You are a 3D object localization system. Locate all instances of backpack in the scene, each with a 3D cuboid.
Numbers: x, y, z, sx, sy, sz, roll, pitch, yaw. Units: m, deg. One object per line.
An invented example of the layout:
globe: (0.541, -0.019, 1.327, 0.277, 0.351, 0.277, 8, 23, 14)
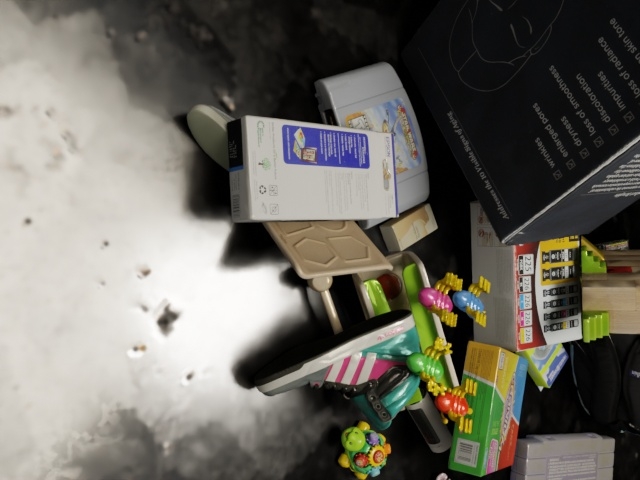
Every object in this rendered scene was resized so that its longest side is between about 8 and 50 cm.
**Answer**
backpack: (0.757, 0.311, 1.542, 0.273, 0.290, 0.355, -31, 118, -50)

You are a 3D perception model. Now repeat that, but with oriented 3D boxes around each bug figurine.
bug figurine: (0.224, 0.181, 1.109, 0.216, 0.072, 0.278, 37, 60, -43)

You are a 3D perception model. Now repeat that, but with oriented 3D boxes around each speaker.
speaker: (0.223, 0.371, 1.309, 0.055, 0.055, 0.136, -40, 111, -28)

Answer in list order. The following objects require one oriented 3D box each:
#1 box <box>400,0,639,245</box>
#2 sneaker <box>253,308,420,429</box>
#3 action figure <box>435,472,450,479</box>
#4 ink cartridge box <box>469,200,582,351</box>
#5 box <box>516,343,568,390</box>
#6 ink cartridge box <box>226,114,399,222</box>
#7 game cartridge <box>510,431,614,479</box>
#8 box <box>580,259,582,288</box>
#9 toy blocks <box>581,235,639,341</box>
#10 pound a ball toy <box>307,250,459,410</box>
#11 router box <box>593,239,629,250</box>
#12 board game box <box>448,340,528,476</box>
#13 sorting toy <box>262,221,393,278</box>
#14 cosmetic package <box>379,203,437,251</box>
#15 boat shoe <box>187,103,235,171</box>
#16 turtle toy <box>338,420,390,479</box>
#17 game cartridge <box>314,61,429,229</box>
box: (0.459, -0.318, 1.138, 0.298, 0.472, 0.479, -5, 63, -36)
sneaker: (0.049, 0.252, 1.102, 0.296, 0.124, 0.178, -21, 96, -3)
action figure: (0.272, 0.673, 1.288, 0.370, 0.248, 0.275, 35, 97, -29)
ink cartridge box: (0.470, 0.062, 1.379, 0.272, 0.130, 0.309, -4, 93, -30)
box: (0.531, 0.268, 1.528, 0.109, 0.042, 0.178, -45, 112, -26)
ink cartridge box: (-0.003, -0.114, 1.087, 0.333, 0.065, 0.165, -1, 87, -40)
game cartridge: (0.592, 0.590, 1.553, 0.355, 0.068, 0.230, 10, 79, -33)
box: (0.797, 0.164, 1.606, 0.060, 0.216, 0.270, -43, 111, -28)
toy blocks: (0.689, 0.099, 1.331, 0.381, 0.261, 0.190, -33, 119, -64)
pound a ball toy: (0.115, 0.160, 1.216, 0.208, 0.136, 0.319, -20, 105, -2)
router box: (0.782, 0.049, 1.705, 0.123, 0.038, 0.092, -7, 93, -34)
board game box: (0.355, 0.346, 1.311, 0.316, 0.064, 0.242, 27, 72, -60)
sorting toy: (0.000, 0.000, 1.111, 0.208, 0.193, 0.038, -1, 128, -36)
cosmetic package: (0.181, -0.027, 1.298, 0.115, 0.041, 0.060, -31, 106, -31)
boat shoe: (-0.127, -0.159, 1.081, 0.227, 0.079, 0.081, 42, 52, -27)
turtle toy: (0.083, 0.397, 1.206, 0.130, 0.066, 0.095, 43, 66, -26)
game cartridge: (0.113, -0.193, 1.251, 0.198, 0.062, 0.297, -25, 102, -28)
